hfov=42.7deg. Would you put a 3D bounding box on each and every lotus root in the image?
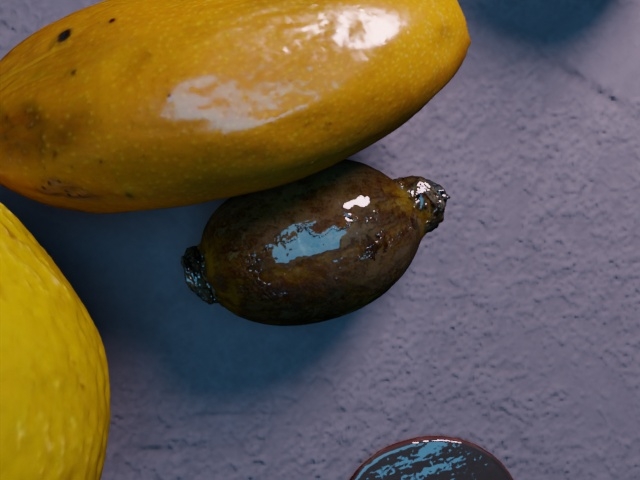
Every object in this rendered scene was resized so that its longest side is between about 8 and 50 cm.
[{"bbox_3d":[0.000,0.000,0.619,0.209,0.120,0.120,-18,94,-3],"label":"lotus root"}]

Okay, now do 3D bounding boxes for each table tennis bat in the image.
[{"bbox_3d":[0.108,0.312,0.684,0.173,0.022,0.301,-12,92,-5],"label":"table tennis bat"}]

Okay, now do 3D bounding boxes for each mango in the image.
[{"bbox_3d":[-0.072,-0.107,0.572,0.359,0.187,0.144,-10,124,6],"label":"mango"}]

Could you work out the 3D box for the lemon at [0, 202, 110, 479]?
[{"bbox_3d":[-0.304,0.098,0.472,0.350,0.387,0.349,-1,74,2],"label":"lemon"}]
